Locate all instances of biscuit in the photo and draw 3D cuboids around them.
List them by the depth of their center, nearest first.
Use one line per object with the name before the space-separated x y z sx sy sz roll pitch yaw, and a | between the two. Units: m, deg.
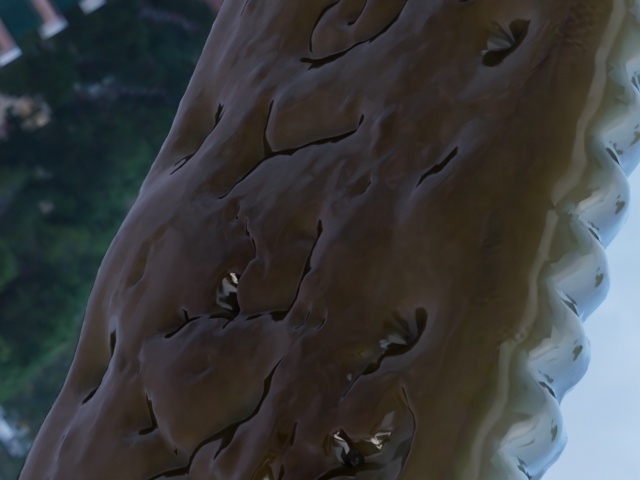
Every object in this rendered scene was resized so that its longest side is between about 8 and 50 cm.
biscuit | 0.000 0.000 0.474 0.217 0.044 0.325 -10 -129 50
